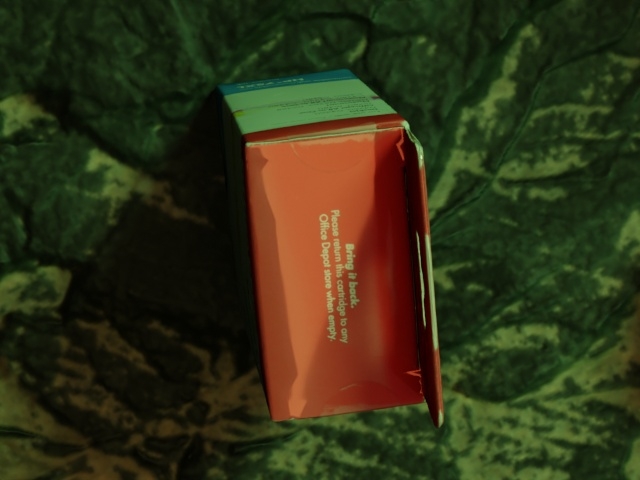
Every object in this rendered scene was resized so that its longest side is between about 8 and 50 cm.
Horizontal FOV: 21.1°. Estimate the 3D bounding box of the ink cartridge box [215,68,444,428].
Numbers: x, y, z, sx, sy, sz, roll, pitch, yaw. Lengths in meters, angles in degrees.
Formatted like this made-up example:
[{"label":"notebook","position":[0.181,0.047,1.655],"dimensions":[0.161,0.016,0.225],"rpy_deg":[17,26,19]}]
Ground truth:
[{"label":"ink cartridge box","position":[0.000,0.000,0.835],"dimensions":[0.078,0.231,0.134],"rpy_deg":[-7,104,-6]}]
